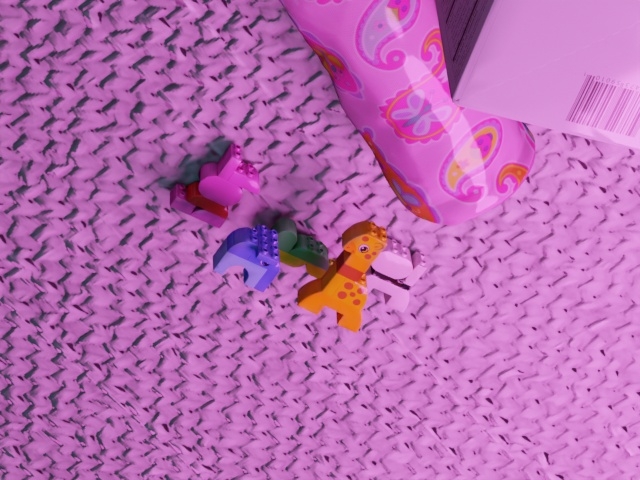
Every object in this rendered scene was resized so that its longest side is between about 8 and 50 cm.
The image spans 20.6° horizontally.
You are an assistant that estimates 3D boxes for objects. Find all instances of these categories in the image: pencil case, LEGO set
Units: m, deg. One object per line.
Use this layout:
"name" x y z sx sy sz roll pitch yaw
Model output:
"pencil case" 0.055 -0.143 1.297 0.124 0.124 0.284 -24 124 15
"LEGO set" 0.000 0.000 1.421 0.227 0.087 0.093 25 123 -22

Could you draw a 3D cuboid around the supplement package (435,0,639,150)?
"supplement package" 0.197 -0.215 1.154 0.199 0.263 0.198 13 126 -12
